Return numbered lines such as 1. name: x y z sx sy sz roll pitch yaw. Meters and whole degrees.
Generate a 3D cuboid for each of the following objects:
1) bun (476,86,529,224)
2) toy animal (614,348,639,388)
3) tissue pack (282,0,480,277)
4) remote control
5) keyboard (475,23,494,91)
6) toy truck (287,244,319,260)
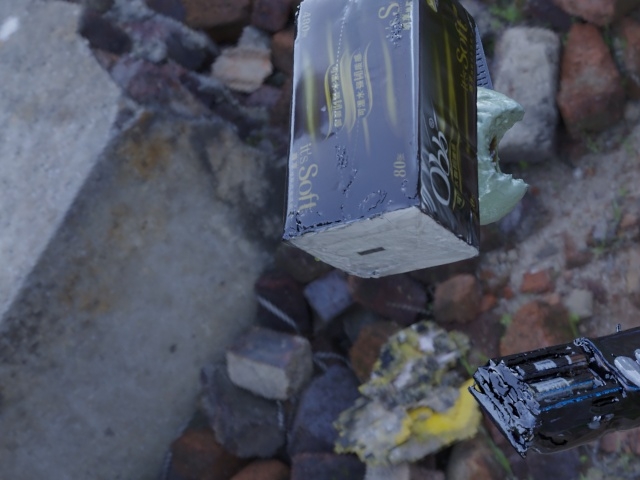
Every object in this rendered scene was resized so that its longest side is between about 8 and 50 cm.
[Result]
1. bun: 0.216 -0.131 1.530 0.204 0.126 0.212 -40 61 26
2. toy animal: 0.411 0.288 1.000 0.225 0.284 0.302 -15 25 -30
3. tissue pack: 0.086 -0.145 1.339 0.210 0.198 0.370 -12 63 29
4. remote control: 0.355 0.169 1.273 0.399 0.062 0.144 -7 47 -38
5. keyboard: 0.242 -0.250 1.648 0.067 0.011 0.202 -19 69 22
6. toy truck: 0.000 0.000 1.596 0.111 0.076 0.077 26 33 13
